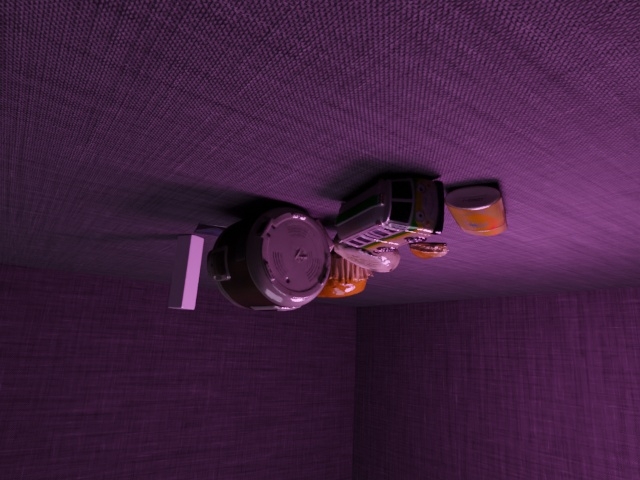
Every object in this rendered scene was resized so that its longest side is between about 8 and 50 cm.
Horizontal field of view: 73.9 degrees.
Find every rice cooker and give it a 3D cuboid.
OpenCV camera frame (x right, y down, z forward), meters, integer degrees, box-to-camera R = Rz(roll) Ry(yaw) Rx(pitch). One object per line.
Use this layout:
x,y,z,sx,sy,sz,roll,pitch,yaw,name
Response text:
-0.171,0.070,1.378,0.336,0.334,0.326,15,162,-39,rice cooker

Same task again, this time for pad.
-0.362,-0.030,1.666,0.243,0.004,0.164,8,165,-21,pad

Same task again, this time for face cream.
0.444,-0.075,1.196,0.140,0.067,0.285,-2,166,27,face cream

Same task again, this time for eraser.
-0.547,0.129,1.734,0.078,0.297,0.076,-2,165,25,eraser

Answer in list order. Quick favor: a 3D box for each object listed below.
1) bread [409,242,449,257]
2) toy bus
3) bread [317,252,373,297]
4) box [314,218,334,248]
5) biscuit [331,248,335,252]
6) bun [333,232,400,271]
0.413,0.040,1.699,0.136,0.054,0.154,12,161,-24,bread
0.174,-0.067,1.136,0.179,0.143,0.305,11,165,-21,toy bus
0.044,0.156,1.819,0.236,0.182,0.389,5,169,-19,bread
0.000,0.000,1.512,0.029,0.109,0.198,-29,170,-11,box
0.000,0.044,1.816,0.237,0.039,0.180,0,170,10,biscuit
0.163,0.018,1.458,0.239,0.141,0.239,26,169,5,bun
